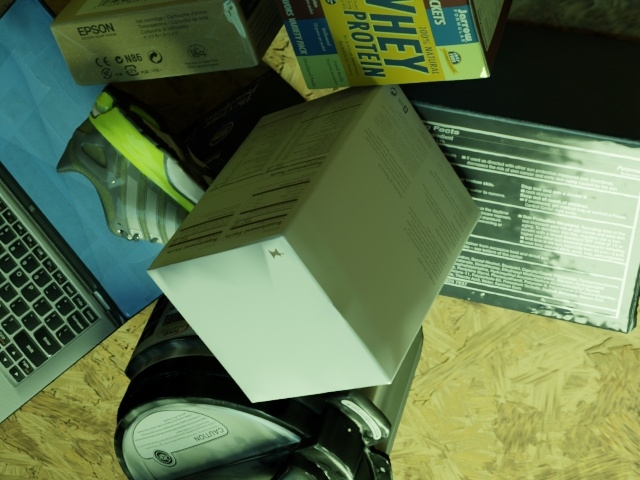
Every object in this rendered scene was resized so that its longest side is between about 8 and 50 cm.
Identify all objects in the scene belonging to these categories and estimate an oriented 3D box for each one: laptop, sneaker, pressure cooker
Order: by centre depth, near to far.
[{"bbox_3d":[-0.169,-0.032,1.520,0.121,0.111,0.300,-42,94,17],"label":"sneaker"},{"bbox_3d":[-0.394,-0.013,1.621,0.382,0.408,0.236,51,167,-3],"label":"laptop"},{"bbox_3d":[-0.069,0.222,1.804,0.376,0.420,0.370,16,139,7],"label":"pressure cooker"}]

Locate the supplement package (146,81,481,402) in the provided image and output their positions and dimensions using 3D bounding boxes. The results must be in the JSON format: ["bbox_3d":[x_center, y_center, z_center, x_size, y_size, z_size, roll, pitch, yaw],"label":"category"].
[{"bbox_3d":[0.000,0.000,1.404,0.198,0.262,0.199,-13,122,41],"label":"supplement package"}]

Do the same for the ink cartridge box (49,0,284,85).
[{"bbox_3d":[-0.151,-0.265,1.495,0.235,0.193,0.088,-4,128,25],"label":"ink cartridge box"}]

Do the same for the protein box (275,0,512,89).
[{"bbox_3d":[0.085,-0.274,1.383,0.200,0.201,0.136,-1,134,23],"label":"protein box"}]

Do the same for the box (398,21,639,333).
[{"bbox_3d":[0.242,-0.079,1.536,0.296,0.182,0.294,12,138,13],"label":"box"}]

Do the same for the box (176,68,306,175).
[{"bbox_3d":[-0.141,-0.076,1.698,0.103,0.184,0.261,41,134,-22],"label":"box"}]
